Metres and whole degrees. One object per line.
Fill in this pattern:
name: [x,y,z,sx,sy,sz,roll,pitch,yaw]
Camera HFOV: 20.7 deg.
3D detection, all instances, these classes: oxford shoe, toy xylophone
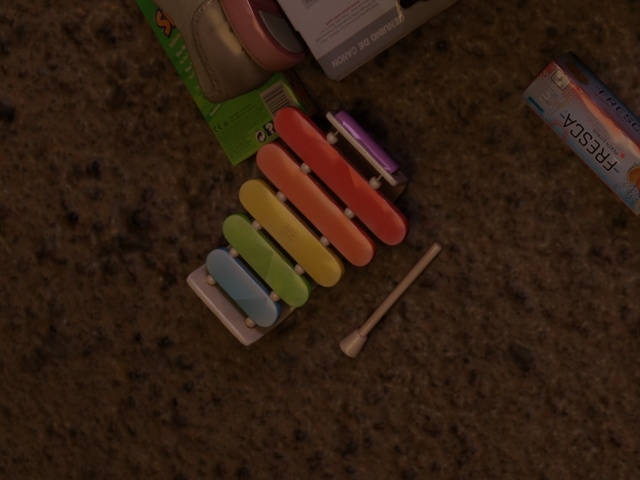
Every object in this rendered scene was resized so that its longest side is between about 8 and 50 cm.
oxford shoe: [-0.157,-0.342,1.968,0.146,0.140,0.397,-32,73,30]
toy xylophone: [0.000,0.000,2.048,0.236,0.081,0.323,39,120,12]

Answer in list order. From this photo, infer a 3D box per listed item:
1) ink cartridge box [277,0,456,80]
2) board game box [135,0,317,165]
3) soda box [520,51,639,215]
ink cartridge box: [0.074,-0.364,1.870,0.309,0.130,0.272,-31,91,32]
board game box: [-0.119,-0.229,2.070,0.124,0.039,0.259,-31,91,30]
soda box: [0.300,-0.114,1.862,0.183,0.063,0.058,47,121,9]
